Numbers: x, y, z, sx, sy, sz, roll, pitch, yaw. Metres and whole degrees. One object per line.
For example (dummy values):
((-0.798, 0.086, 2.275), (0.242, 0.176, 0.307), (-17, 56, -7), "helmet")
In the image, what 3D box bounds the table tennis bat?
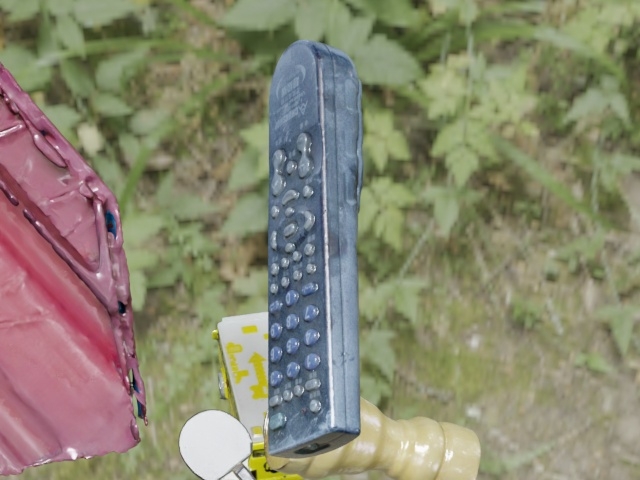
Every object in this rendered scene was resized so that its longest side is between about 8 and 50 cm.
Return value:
((-0.065, 0.156, 1.219), (0.050, 0.007, 0.083), (-41, 75, -18), "table tennis bat")

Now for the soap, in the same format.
((-0.181, 0.011, 0.854), (0.162, 0.099, 0.250), (-40, 105, -7), "soap")

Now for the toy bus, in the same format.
((-0.065, 0.172, 1.852), (0.081, 0.074, 0.226), (-7, 34, -6), "toy bus")

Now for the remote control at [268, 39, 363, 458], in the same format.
((-0.001, 0.000, 0.609), (0.027, 0.043, 0.152), (17, 64, -35), "remote control")

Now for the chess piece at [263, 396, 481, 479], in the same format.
((0.033, 0.120, 1.030), (0.122, 0.066, 0.066), (17, 48, -21), "chess piece")
